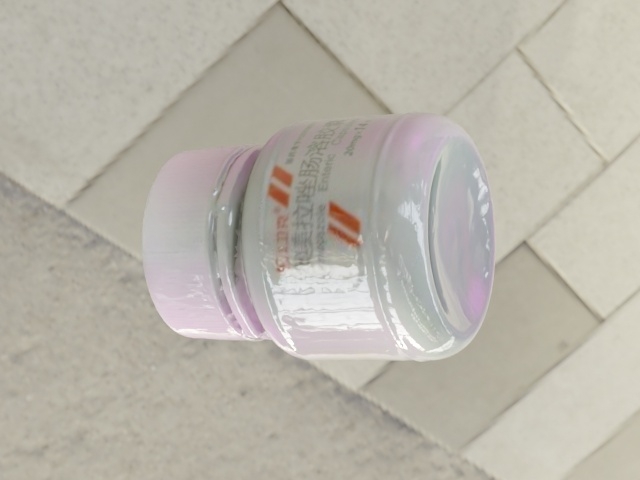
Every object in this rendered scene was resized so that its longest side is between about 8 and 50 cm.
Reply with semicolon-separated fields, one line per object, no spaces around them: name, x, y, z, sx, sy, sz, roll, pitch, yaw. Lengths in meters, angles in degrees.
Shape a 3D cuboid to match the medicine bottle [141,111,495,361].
medicine bottle;0.000;0.000;1.356;0.302;0.241;0.241;-2;149;26
